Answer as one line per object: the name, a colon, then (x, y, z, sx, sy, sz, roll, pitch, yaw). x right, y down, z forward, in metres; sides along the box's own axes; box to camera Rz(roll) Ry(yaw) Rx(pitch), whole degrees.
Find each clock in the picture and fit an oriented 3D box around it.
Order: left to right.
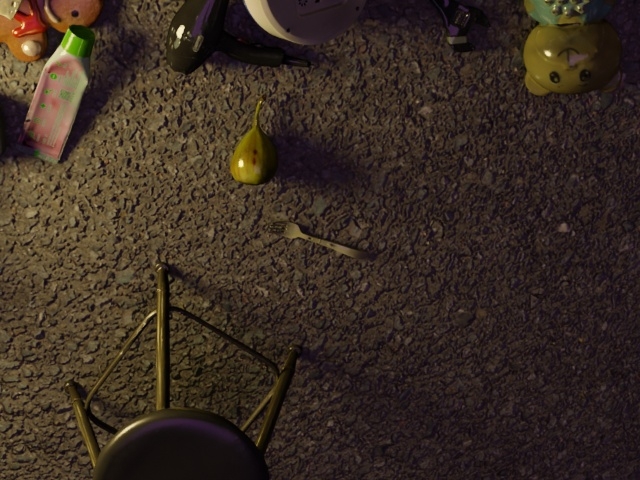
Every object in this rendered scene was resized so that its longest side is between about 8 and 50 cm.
clock: (-0.022, -0.455, 1.787, 0.230, 0.083, 0.230, -15, 119, -29)

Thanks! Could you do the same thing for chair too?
chair: (-0.264, 0.346, 1.980, 0.364, 0.410, 0.362, 34, 106, -19)

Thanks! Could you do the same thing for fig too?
fig: (-0.108, -0.180, 1.951, 0.093, 0.093, 0.166, 24, 90, -16)

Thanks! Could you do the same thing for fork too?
fork: (-0.001, -0.002, 2.072, 0.219, 0.028, 0.034, 16, 104, -18)

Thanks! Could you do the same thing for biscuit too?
biscuit: (-0.541, -0.411, 1.810, 0.324, 0.049, 0.205, -3, 114, -7)

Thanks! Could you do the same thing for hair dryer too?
hair dryer: (-0.126, -0.377, 1.861, 0.271, 0.091, 0.235, 15, 122, -28)

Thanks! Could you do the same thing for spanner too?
spanner: (0.195, -0.473, 1.884, 0.087, 0.024, 0.316, -40, 111, 9)

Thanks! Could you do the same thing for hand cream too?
hand cream: (-0.471, -0.259, 1.875, 0.079, 0.050, 0.275, 34, 121, 7)

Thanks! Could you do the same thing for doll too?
doll: (0.452, -0.388, 1.875, 0.177, 0.161, 0.261, -3, 114, 16)

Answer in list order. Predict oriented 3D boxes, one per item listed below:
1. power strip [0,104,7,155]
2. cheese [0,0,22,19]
power strip: (-0.707, -0.167, 1.888, 0.264, 0.059, 0.194, -4, 110, -5)
cheese: (-0.456, -0.556, 1.724, 0.085, 0.034, 0.400, 30, 102, -18)
